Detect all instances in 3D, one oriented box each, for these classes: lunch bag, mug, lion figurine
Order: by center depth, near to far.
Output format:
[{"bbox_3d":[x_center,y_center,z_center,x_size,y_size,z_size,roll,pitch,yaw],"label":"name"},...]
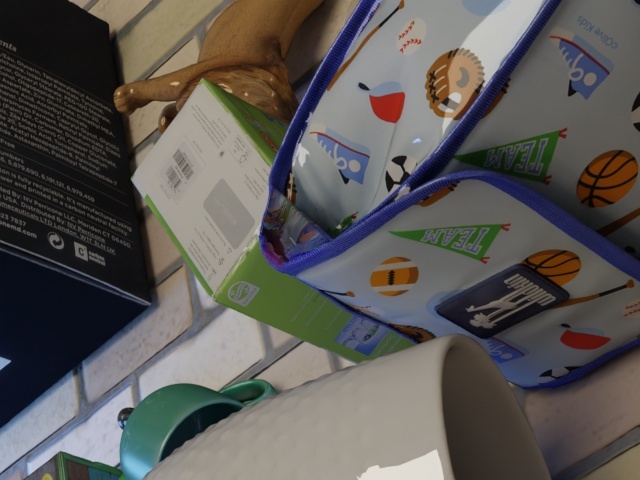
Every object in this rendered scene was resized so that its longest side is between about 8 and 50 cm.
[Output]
[{"bbox_3d":[0.020,0.295,1.285,0.328,0.374,0.276,-20,11,19],"label":"mug"},{"bbox_3d":[0.173,-0.078,1.294,0.385,0.328,0.239,-54,39,9],"label":"lunch bag"},{"bbox_3d":[-0.123,0.206,1.632,0.097,0.158,0.129,16,107,50],"label":"mug"},{"bbox_3d":[-0.074,-0.219,1.786,0.240,0.142,0.392,-3,64,39],"label":"lion figurine"}]

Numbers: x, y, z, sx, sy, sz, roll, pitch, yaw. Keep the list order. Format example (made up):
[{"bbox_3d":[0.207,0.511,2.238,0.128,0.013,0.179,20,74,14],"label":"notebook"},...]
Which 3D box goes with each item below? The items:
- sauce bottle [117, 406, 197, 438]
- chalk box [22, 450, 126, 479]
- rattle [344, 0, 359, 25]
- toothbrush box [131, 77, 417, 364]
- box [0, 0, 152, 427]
[{"bbox_3d":[-0.168,0.192,1.740,0.128,0.042,0.042,-8,64,46],"label":"sauce bottle"},{"bbox_3d":[-0.248,0.313,1.694,0.213,0.132,0.132,-37,46,28],"label":"chalk box"},{"bbox_3d":[0.099,-0.218,1.651,0.143,0.130,0.199,-12,34,32],"label":"rattle"},{"bbox_3d":[0.000,0.000,1.470,0.122,0.283,0.206,-54,41,14],"label":"toothbrush box"},{"bbox_3d":[-0.487,-0.024,2.003,0.480,0.297,0.471,-38,47,29],"label":"box"}]
